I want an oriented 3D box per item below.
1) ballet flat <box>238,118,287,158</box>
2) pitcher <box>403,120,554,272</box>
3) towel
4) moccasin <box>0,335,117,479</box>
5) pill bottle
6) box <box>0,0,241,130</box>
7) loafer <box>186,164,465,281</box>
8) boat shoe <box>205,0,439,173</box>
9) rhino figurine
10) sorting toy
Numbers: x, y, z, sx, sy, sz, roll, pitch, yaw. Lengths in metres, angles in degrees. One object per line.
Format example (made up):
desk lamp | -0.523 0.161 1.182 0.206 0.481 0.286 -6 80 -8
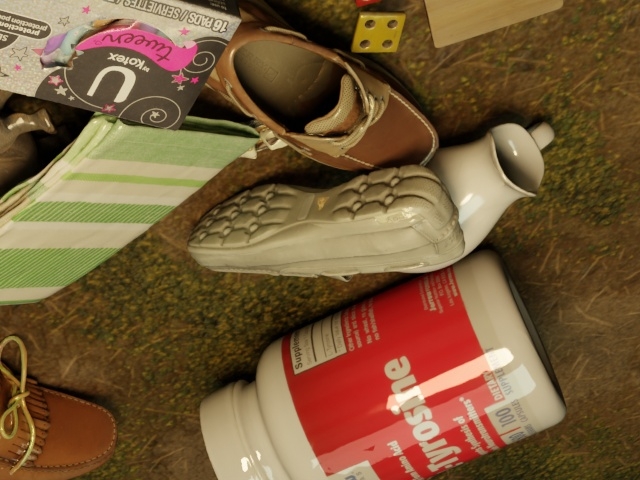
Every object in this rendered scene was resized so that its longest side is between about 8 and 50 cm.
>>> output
ballet flat | -0.064 -0.107 1.397 0.114 0.041 0.041 -18 140 3
pitcher | 0.156 -0.056 1.473 0.207 0.125 0.178 -33 -179 36
towel | -0.243 -0.027 1.330 0.325 0.038 0.248 -36 163 24
moccasin | -0.408 0.190 1.564 0.380 0.139 0.147 23 136 -25
pill bottle | 0.071 0.189 1.634 0.408 0.229 0.229 -25 139 10
box | -0.215 -0.213 1.128 0.247 0.163 0.142 11 135 -28
loafer | 0.000 0.000 1.413 0.319 0.112 0.111 -5 133 35
boat shoe | 0.000 -0.132 1.307 0.324 0.116 0.123 22 105 -37
rhino figurine | -0.294 -0.071 1.338 0.106 0.073 0.243 -21 147 -2
sorting toy | 0.148 -0.261 1.284 0.274 0.046 0.132 -18 140 2
